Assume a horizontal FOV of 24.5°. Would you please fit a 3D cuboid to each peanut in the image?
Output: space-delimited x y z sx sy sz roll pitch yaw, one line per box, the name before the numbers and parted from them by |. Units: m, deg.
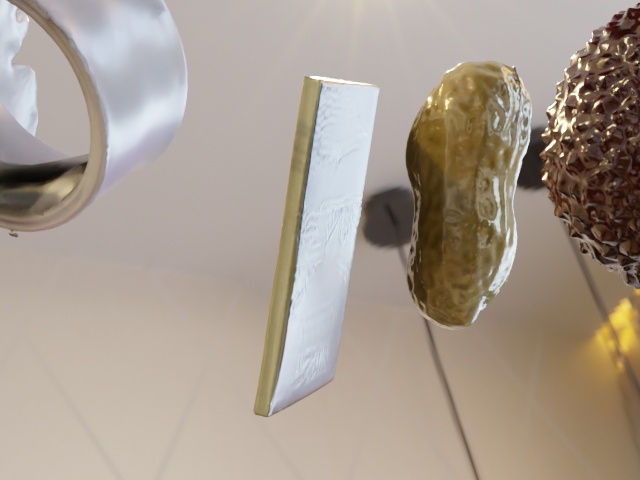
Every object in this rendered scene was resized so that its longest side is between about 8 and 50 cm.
peanut | 0.167 -0.053 1.715 0.149 0.313 0.149 2 -1 0

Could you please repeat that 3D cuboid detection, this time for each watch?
watch | -0.207 -0.111 1.061 0.231 0.196 0.244 15 -54 21

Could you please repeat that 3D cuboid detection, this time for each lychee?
lychee | 0.325 -0.083 1.270 0.275 0.304 0.276 -1 -80 -7

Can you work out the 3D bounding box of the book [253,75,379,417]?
book | 0.000 0.000 1.700 0.028 0.262 0.374 10 -83 15
